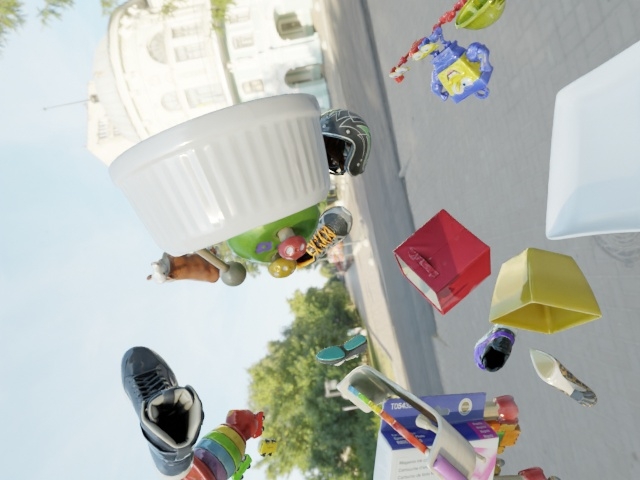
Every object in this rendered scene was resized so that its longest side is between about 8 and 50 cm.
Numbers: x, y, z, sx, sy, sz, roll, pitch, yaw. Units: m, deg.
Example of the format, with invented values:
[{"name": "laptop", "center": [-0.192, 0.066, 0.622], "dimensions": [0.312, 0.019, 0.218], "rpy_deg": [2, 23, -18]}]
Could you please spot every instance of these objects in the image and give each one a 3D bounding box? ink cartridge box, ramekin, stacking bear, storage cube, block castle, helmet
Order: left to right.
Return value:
[{"name": "stacking bear", "center": [-0.317, 0.671, 1.421], "dimensions": [0.164, 0.175, 0.289], "rpy_deg": [46, -141, 3]}, {"name": "ramekin", "center": [-0.112, -0.076, 0.559], "dimensions": [0.273, 0.273, 0.127], "rpy_deg": [-90, -20, -82]}, {"name": "helmet", "center": [0.052, -0.253, 1.105], "dimensions": [0.169, 0.169, 0.161], "rpy_deg": [-97, 3, -66]}, {"name": "ink cartridge box", "center": [0.279, 0.541, 1.031], "dimensions": [0.071, 0.324, 0.330], "rpy_deg": [-168, 84, -65]}, {"name": "storage cube", "center": [0.352, 0.064, 1.245], "dimensions": [0.183, 0.193, 0.215], "rpy_deg": [48, 178, 35]}, {"name": "block castle", "center": [0.545, 0.715, 1.343], "dimensions": [0.303, 0.213, 0.453], "rpy_deg": [-93, -1, -50]}]

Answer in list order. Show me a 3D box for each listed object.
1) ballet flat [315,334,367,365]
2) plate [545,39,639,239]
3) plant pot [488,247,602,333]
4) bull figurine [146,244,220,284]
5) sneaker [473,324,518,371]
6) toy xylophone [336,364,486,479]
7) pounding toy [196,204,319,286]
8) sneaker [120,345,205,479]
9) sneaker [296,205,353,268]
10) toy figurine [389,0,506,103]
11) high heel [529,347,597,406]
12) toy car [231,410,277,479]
[{"name": "ballet flat", "center": [0.077, 0.393, 1.496], "dimensions": [0.074, 0.203, 0.074], "rpy_deg": [40, 139, 47]}, {"name": "plate", "center": [0.451, -0.143, 0.657], "dimensions": [0.277, 0.045, 0.278], "rpy_deg": [151, 126, -84]}, {"name": "plant pot", "center": [0.636, 0.141, 1.261], "dimensions": [0.212, 0.212, 0.187], "rpy_deg": [117, 163, -63]}, {"name": "bull figurine", "center": [-0.467, 0.067, 1.502], "dimensions": [0.310, 0.101, 0.188], "rpy_deg": [18, -112, -58]}, {"name": "sneaker", "center": [0.634, 0.435, 1.619], "dimensions": [0.293, 0.102, 0.146], "rpy_deg": [92, -156, -48]}, {"name": "toy xylophone", "center": [0.179, 0.359, 0.838], "dimensions": [0.236, 0.081, 0.323], "rpy_deg": [44, 167, -16]}, {"name": "pounding toy", "center": [-0.095, 0.019, 0.785], "dimensions": [0.110, 0.237, 0.183], "rpy_deg": [63, -177, 31]}, {"name": "sneaker", "center": [-0.244, 0.227, 0.654], "dimensions": [0.226, 0.086, 0.163], "rpy_deg": [53, 144, 27]}, {"name": "sneaker", "center": [0.000, 0.000, 1.046], "dimensions": [0.084, 0.215, 0.083], "rpy_deg": [42, -145, -2]}, {"name": "toy figurine", "center": [0.367, -0.453, 1.062], "dimensions": [0.217, 0.191, 0.362], "rpy_deg": [41, 153, -15]}, {"name": "high heel", "center": [0.935, 0.529, 1.678], "dimensions": [0.186, 0.093, 0.261], "rpy_deg": [25, -160, -38]}, {"name": "toy car", "center": [-0.263, 0.775, 1.597], "dimensions": [0.225, 0.053, 0.239], "rpy_deg": [-48, -47, -41]}]
